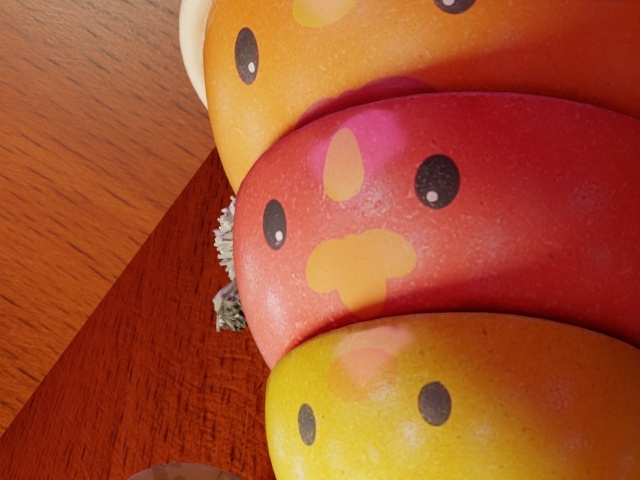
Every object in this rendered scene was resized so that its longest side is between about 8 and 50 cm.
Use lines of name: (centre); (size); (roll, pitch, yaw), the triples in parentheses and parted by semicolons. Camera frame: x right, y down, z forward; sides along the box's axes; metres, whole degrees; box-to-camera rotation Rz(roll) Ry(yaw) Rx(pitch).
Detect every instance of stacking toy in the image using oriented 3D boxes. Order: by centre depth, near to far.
stacking toy: (0.085, 0.063, 0.782); (0.350, 0.351, 0.480); (-40, 38, 50)

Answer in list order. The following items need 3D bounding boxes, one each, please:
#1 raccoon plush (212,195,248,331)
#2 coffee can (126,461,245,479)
raccoon plush: (0.000, 0.000, 1.350); (0.446, 0.216, 0.299); (-90, 10, -69)
coffee can: (-0.155, 0.322, 1.251); (0.275, 0.201, 0.201); (-44, 18, 43)
